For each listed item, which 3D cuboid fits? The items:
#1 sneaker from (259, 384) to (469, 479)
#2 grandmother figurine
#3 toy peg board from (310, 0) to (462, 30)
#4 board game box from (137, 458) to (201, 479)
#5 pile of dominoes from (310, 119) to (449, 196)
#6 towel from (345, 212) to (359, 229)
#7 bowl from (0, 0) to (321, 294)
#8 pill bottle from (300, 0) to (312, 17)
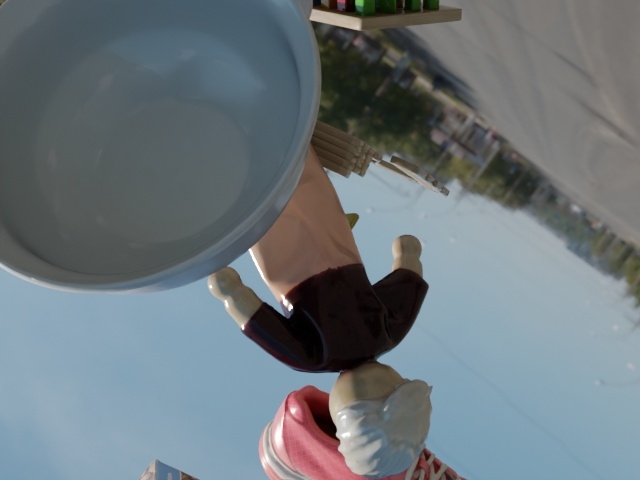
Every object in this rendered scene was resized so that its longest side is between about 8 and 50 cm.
[{"bbox_3d":[0.081,0.261,1.280,0.313,0.136,0.116,24,-135,6],"label":"sneaker"},{"bbox_3d":[0.004,0.040,1.002,0.104,0.207,0.343,115,135,-62],"label":"grandmother figurine"},{"bbox_3d":[0.065,-0.314,1.428,0.161,0.079,0.160,-12,-157,-35],"label":"toy peg board"},{"bbox_3d":[-0.061,0.372,1.053,0.291,0.141,0.232,29,-161,-23],"label":"board game box"},{"bbox_3d":[0.024,-0.085,1.196,0.195,0.040,0.251,25,-178,14],"label":"pile of dominoes"},{"bbox_3d":[0.000,0.000,1.117,0.083,0.060,0.009,-61,-40,-47],"label":"towel"},{"bbox_3d":[-0.130,-0.076,0.893,0.298,0.298,0.134,39,169,25],"label":"bowl"},{"bbox_3d":[-0.086,-0.291,1.215,0.112,0.112,0.187,28,-151,-44],"label":"pill bottle"}]
